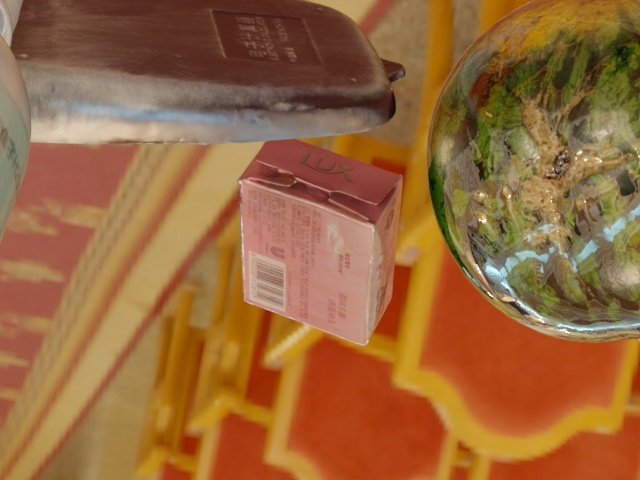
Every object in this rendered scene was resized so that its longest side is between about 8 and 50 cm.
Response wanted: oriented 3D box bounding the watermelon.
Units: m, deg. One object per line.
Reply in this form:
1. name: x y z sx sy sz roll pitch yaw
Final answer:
1. watermelon: 0.205 -0.053 1.057 0.269 0.269 0.269 8 162 3

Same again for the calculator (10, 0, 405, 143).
1. calculator: -0.087 -0.091 0.802 0.268 0.040 0.177 2 -152 -13

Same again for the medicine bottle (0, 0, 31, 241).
1. medicine bottle: -0.156 -0.025 0.529 0.110 0.352 0.110 6 141 5

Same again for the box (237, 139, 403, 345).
1. box: 0.000 0.000 1.184 0.111 0.060 0.156 21 143 14
